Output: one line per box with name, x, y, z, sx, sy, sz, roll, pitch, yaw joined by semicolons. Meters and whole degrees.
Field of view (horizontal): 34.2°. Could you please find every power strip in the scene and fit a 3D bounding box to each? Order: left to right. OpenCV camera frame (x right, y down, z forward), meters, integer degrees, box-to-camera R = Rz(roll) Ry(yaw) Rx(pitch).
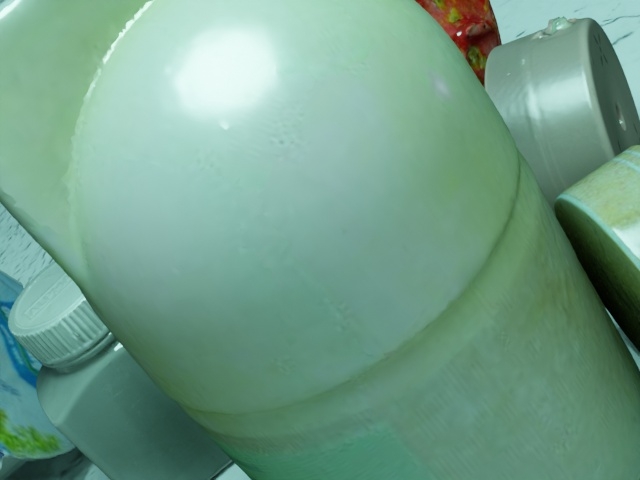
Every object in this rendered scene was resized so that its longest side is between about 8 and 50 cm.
power strip;0.177;-0.080;0.744;0.078;0.154;0.154;-16;36;28

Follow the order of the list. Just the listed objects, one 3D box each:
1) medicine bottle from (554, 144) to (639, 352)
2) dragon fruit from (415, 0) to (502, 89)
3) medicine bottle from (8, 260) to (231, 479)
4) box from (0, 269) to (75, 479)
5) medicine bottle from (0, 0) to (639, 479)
medicine bottle;0.307;-0.054;0.588;0.322;0.151;0.151;-35;31;1
dragon fruit;0.054;-0.147;0.851;0.205;0.268;0.210;7;38;46
medicine bottle;-0.138;0.099;0.779;0.132;0.188;0.088;-38;31;-5
box;-0.357;0.153;0.869;0.206;0.262;0.291;-45;-13;15
medicine bottle;0.000;0.000;0.568;0.235;0.406;0.236;-26;32;18
